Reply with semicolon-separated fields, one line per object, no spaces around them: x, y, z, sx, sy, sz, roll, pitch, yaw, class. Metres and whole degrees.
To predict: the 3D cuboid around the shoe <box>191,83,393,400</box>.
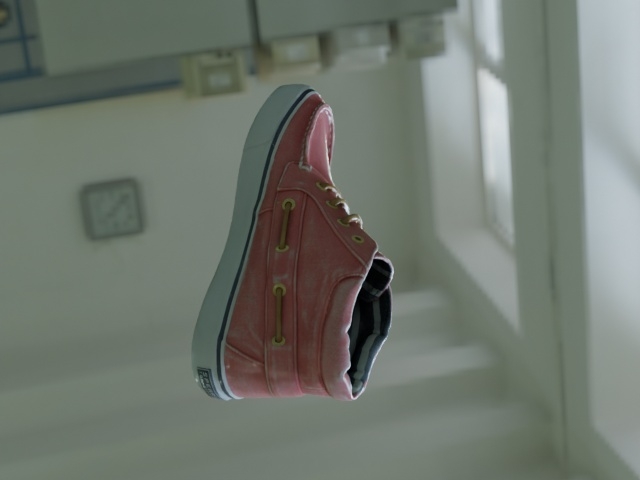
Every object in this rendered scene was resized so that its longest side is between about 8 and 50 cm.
0.000;0.000;0.837;0.081;0.063;0.178;3;-123;20;shoe
